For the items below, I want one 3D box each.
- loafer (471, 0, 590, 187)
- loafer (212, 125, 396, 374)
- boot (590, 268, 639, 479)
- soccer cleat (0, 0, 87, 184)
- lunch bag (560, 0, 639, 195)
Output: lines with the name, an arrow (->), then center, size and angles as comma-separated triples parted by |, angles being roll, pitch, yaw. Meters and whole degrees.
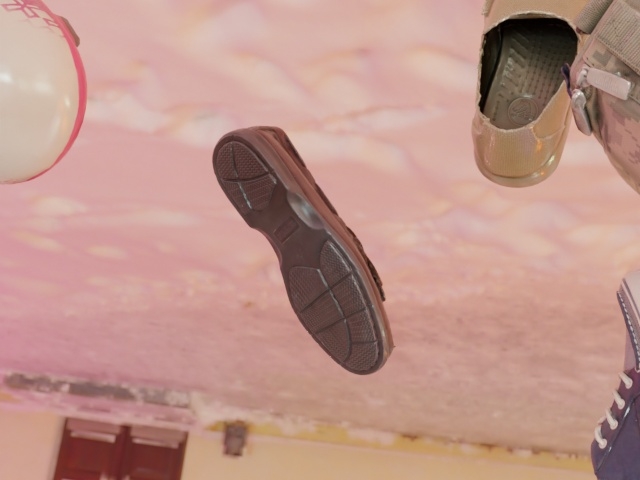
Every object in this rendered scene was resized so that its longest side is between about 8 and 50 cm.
loafer -> 0.183, -0.179, 0.773 | 0.102, 0.268, 0.092 | 8, 172, 14
loafer -> 0.000, 0.000, 1.036 | 0.109, 0.302, 0.095 | -34, 179, 39
boot -> 0.221, 0.117, 0.654 | 0.086, 0.190, 0.069 | -23, 152, 21
soccer cleat -> -0.265, -0.115, 0.480 | 0.331, 0.116, 0.143 | 29, -162, 28
lunch bag -> 0.320, -0.049, 0.549 | 0.256, 0.305, 0.212 | 3, 124, -42
